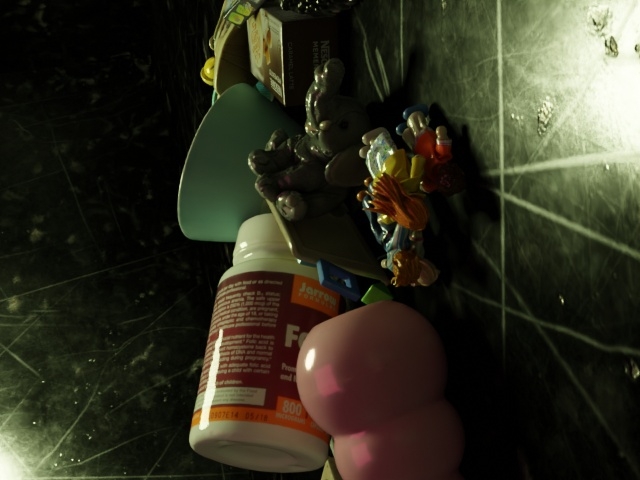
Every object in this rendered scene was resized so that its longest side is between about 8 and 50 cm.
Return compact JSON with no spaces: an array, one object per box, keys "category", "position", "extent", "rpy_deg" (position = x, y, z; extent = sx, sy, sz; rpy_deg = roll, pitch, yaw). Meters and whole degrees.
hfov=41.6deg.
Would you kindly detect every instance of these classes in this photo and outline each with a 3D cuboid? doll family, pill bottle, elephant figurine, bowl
[{"category":"doll family","position":[0.097,-0.033,1.067],"extent":[0.263,0.118,0.163],"rpy_deg":[97,157,-47]},{"category":"pill bottle","position":[-0.075,0.168,1.406],"extent":[0.224,0.224,0.392],"rpy_deg":[112,167,-63]},{"category":"elephant figurine","position":[0.022,-0.142,1.240],"extent":[0.239,0.186,0.169],"rpy_deg":[-41,88,30]},{"category":"bowl","position":[-0.116,-0.121,1.565],"extent":[0.311,0.163,0.311],"rpy_deg":[20,-90,-77]}]

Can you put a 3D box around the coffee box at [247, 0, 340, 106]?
[{"category":"coffee box","position":[-0.051,-0.333,1.448],"extent":[0.246,0.098,0.141],"rpy_deg":[-126,30,-59]}]

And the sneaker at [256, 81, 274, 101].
[{"category":"sneaker","position":[-0.152,-0.340,1.868],"extent":[0.228,0.087,0.092],"rpy_deg":[52,172,51]}]

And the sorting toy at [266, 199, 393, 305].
[{"category":"sorting toy","position":[0.000,0.000,1.330],"extent":[0.047,0.196,0.347],"rpy_deg":[-56,35,22]}]

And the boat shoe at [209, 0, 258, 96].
[{"category":"boat shoe","position":[-0.143,-0.407,1.597],"extent":[0.089,0.105,0.285],"rpy_deg":[27,99,52]}]

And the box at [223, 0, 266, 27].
[{"category":"box","position":[-0.089,-0.457,1.407],"extent":[0.207,0.036,0.114],"rpy_deg":[-29,45,49]}]

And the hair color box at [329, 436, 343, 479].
[{"category":"hair color box","position":[0.120,0.397,1.282],"extent":[0.347,0.105,0.173],"rpy_deg":[-115,22,-43]}]

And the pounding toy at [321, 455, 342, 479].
[{"category":"pounding toy","position":[0.049,0.412,1.482],"extent":[0.130,0.141,0.100],"rpy_deg":[99,156,-50]}]

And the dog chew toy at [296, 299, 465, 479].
[{"category":"dog chew toy","position":[0.099,0.252,1.124],"extent":[0.206,0.207,0.331],"rpy_deg":[134,116,-71]}]

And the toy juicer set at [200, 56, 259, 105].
[{"category":"toy juicer set","position":[-0.198,-0.294,1.751],"extent":[0.209,0.090,0.328],"rpy_deg":[33,118,37]}]

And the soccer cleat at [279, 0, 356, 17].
[{"category":"soccer cleat","position":[0.017,-0.409,1.174],"extent":[0.318,0.109,0.116],"rpy_deg":[156,117,-73]}]
